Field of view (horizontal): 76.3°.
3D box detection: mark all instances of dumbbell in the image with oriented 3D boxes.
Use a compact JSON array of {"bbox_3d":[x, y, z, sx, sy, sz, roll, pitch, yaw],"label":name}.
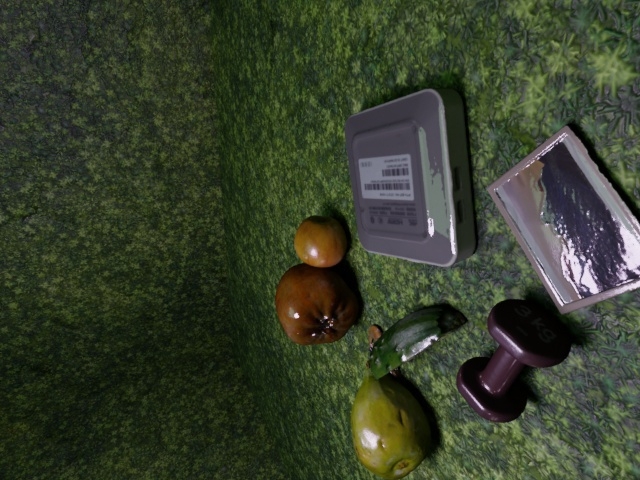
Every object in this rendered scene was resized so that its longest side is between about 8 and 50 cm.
[{"bbox_3d":[0.355,0.229,0.771,0.140,0.124,0.225,52,145,41],"label":"dumbbell"}]

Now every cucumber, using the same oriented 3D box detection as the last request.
[{"bbox_3d":[0.226,0.249,1.044,0.105,0.145,0.325,59,146,18],"label":"cucumber"}]

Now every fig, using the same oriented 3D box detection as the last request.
[{"bbox_3d":[0.166,0.508,1.173,0.314,0.233,0.233,45,141,34],"label":"fig"}]

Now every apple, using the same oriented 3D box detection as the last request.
[{"bbox_3d":[0.000,0.000,1.328,0.182,0.182,0.155,28,112,58],"label":"apple"}]

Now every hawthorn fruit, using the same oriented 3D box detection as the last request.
[{"bbox_3d":[-0.028,0.195,1.377,0.301,0.268,0.267,-134,38,-54],"label":"hawthorn fruit"}]

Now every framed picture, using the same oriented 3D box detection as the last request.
[{"bbox_3d":[0.404,-0.029,0.669,0.265,0.018,0.192,67,152,19],"label":"framed picture"}]

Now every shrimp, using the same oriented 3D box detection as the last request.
[{"bbox_3d":[0.187,0.356,1.282,0.178,0.034,0.124,65,155,26],"label":"shrimp"}]

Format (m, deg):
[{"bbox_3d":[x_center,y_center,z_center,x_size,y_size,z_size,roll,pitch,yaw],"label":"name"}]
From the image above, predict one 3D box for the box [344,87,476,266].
[{"bbox_3d":[0.190,-0.136,0.967,0.367,0.090,0.373,10,111,63],"label":"box"}]
